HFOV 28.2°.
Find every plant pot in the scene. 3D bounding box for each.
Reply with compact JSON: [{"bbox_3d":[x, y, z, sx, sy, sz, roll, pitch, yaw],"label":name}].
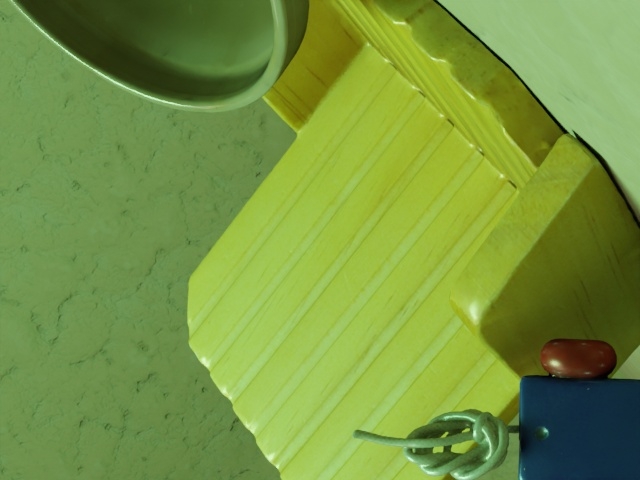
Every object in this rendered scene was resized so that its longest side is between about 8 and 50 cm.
[{"bbox_3d":[-0.097,-0.196,0.748,0.237,0.110,0.237,24,149,15],"label":"plant pot"}]

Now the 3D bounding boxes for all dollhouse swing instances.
[{"bbox_3d":[0.000,0.000,0.875,0.347,0.305,0.315,51,-174,33],"label":"dollhouse swing"}]

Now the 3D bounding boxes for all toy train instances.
[{"bbox_3d":[0.160,0.111,0.757,0.248,0.105,0.143,0,175,24],"label":"toy train"}]
